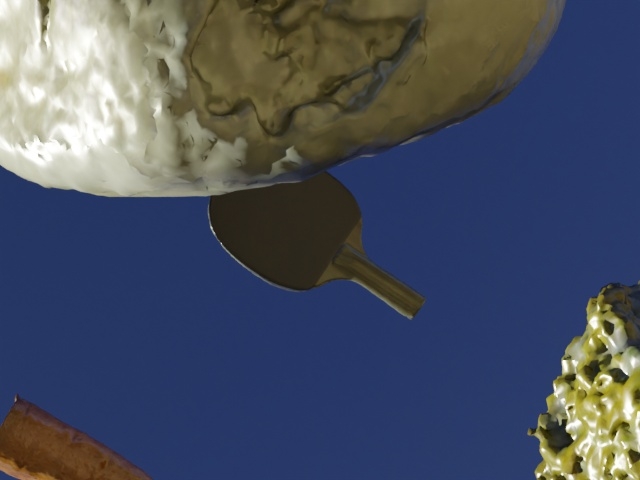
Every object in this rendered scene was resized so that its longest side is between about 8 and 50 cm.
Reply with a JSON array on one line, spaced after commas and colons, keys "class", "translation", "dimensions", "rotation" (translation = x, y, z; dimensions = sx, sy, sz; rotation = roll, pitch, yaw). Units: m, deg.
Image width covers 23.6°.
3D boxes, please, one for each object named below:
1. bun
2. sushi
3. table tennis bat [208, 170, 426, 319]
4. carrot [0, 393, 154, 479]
[{"class": "bun", "translation": [-0.022, -0.102, 0.523], "dimensions": [0.220, 0.220, 0.134], "rotation": [-24, -69, -28]}, {"class": "sushi", "translation": [0.392, 0.190, 1.331], "dimensions": [0.396, 0.351, 0.240], "rotation": [1, -70, -51]}, {"class": "table tennis bat", "translation": [0.000, 0.000, 1.561], "dimensions": [0.138, 0.246, 0.022], "rotation": [-55, -3, -21]}, {"class": "carrot", "translation": [-0.219, 0.225, 1.465], "dimensions": [0.205, 0.072, 0.072], "rotation": [30, -90, -11]}]
